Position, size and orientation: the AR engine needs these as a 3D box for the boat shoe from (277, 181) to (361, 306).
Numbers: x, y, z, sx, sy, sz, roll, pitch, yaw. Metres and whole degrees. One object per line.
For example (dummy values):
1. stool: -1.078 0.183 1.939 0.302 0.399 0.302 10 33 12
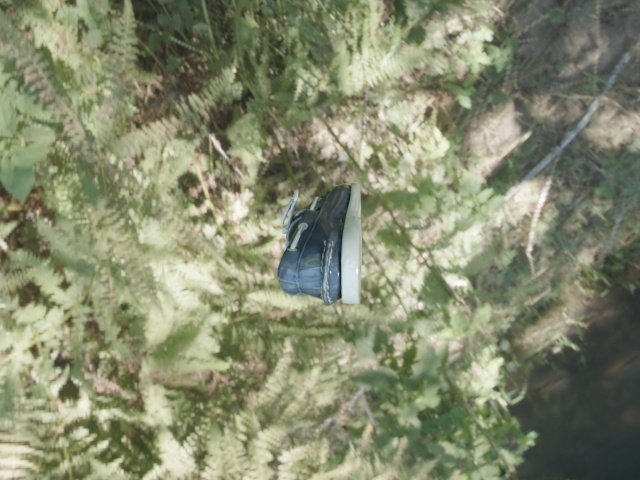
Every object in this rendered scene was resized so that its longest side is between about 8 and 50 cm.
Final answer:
1. boat shoe: 0.000 0.000 0.836 0.079 0.254 0.095 1 110 1
